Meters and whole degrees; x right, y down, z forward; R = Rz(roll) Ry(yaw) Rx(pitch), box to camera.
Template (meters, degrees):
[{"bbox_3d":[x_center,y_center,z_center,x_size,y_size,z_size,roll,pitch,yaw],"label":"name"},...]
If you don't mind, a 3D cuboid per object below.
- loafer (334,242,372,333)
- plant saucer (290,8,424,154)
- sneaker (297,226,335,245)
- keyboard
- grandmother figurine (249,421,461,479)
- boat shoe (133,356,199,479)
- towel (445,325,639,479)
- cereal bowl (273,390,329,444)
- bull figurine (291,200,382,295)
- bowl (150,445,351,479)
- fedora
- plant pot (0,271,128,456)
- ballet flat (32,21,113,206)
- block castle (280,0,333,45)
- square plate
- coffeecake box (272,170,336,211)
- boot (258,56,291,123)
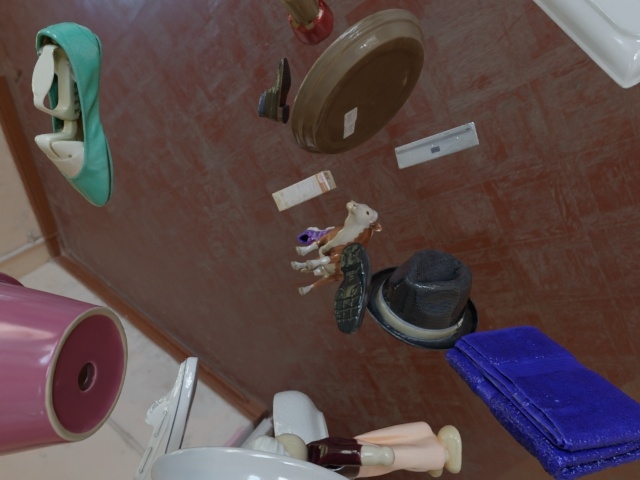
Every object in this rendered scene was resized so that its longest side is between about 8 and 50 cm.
[{"bbox_3d":[0.067,0.087,0.766,0.062,0.169,0.061,-14,141,36],"label":"loafer"},{"bbox_3d":[0.072,-0.244,0.733,0.041,0.278,0.277,51,140,17],"label":"plant saucer"},{"bbox_3d":[0.000,0.000,1.318,0.170,0.071,0.068,0,109,44],"label":"sneaker"},{"bbox_3d":[0.358,-0.293,1.373,0.256,0.014,0.072,-14,93,31],"label":"keyboard"},{"bbox_3d":[0.049,0.360,0.734,0.343,0.103,0.207,7,137,-17],"label":"grandmother figurine"},{"bbox_3d":[-0.316,0.366,0.900,0.085,0.257,0.095,13,162,-7],"label":"boat shoe"},{"bbox_3d":[0.394,0.254,0.771,0.308,0.228,0.076,-127,31,-65],"label":"towel"},{"bbox_3d":[-0.045,0.633,1.371,0.141,0.339,0.338,-13,119,-2],"label":"cereal bowl"},{"bbox_3d":[0.034,0.027,1.064,0.101,0.189,0.310,61,160,24],"label":"bull figurine"},{"bbox_3d":[-0.084,0.376,0.533,0.298,0.134,0.297,5,133,6],"label":"bowl"},{"bbox_3d":[0.276,0.120,1.120,0.334,0.334,0.152,30,125,20],"label":"fedora"},{"bbox_3d":[-0.311,0.128,0.440,0.181,0.201,0.201,0,124,6],"label":"plant pot"},{"bbox_3d":[-0.343,-0.162,0.594,0.083,0.087,0.247,14,110,25],"label":"ballet flat"},{"bbox_3d":[-0.001,-0.632,0.805,0.303,0.213,0.453,37,101,12],"label":"block castle"},{"bbox_3d":[0.578,-0.491,0.801,0.347,0.344,0.049,57,175,16],"label":"square plate"},{"bbox_3d":[-0.051,-0.170,1.487,0.186,0.142,0.068,-22,95,14],"label":"coffeecake box"},{"bbox_3d":[-0.166,-0.523,1.527,0.106,0.082,0.219,13,114,18],"label":"boot"}]
